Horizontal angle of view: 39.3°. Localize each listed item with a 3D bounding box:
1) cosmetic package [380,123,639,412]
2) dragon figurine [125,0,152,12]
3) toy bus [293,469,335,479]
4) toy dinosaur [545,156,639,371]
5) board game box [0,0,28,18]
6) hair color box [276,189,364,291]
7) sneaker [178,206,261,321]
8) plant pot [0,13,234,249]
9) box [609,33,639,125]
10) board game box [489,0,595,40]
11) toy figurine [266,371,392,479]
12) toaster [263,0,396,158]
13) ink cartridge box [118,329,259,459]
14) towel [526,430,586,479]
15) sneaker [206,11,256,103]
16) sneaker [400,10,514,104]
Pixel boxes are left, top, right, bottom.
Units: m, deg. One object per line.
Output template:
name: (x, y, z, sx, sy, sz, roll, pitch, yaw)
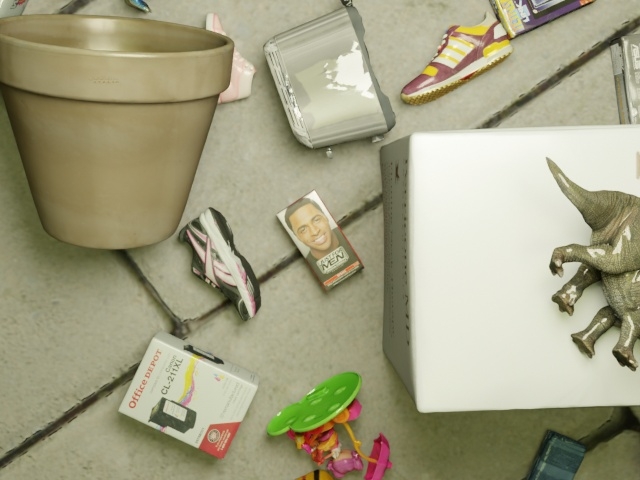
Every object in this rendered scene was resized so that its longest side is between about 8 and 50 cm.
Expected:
cosmetic package: (0.258, 0.021, 1.194, 0.328, 0.393, 0.329, -1, 93, -2)
dragon figurine: (-0.284, -0.421, 1.283, 0.289, 0.085, 0.144, 20, 97, -18)
toy bus: (0.043, 0.520, 1.363, 0.130, 0.108, 0.332, -26, 94, 1)
toy dinosaur: (0.333, 0.033, 0.959, 0.160, 0.121, 0.313, -35, 90, -12)
board game box: (-0.560, -0.440, 1.288, 0.303, 0.097, 0.224, 27, 93, -2)
hair color box: (0.000, 0.000, 1.359, 0.072, 0.043, 0.141, -34, 93, 2)
sneaker: (-0.153, 0.043, 1.355, 0.077, 0.072, 0.178, -26, 86, 12)
plant pot: (-0.285, -0.148, 1.232, 0.323, 0.323, 0.280, 4, 109, -2)
box: (0.548, -0.205, 1.355, 0.183, 0.056, 0.230, -10, 94, -2)
board game box: (0.313, -0.406, 1.339, 0.141, 0.048, 0.170, -24, 95, 2)
toy figurine: (0.031, 0.309, 1.358, 0.173, 0.130, 0.159, -29, 104, 22)
toaster: (0.010, -0.237, 1.302, 0.147, 0.129, 0.226, -19, 96, 2)
ink cartridge box: (-0.198, 0.232, 1.355, 0.175, 0.072, 0.127, 25, 93, -4)
towel: (0.364, 0.363, 1.402, 0.067, 0.029, 0.119, 23, 92, -3)
sneaker: (-0.132, -0.273, 1.335, 0.070, 0.051, 0.134, -6, 97, -3)
sneaker: (0.192, -0.272, 1.341, 0.186, 0.069, 0.083, -27, 85, -6)
